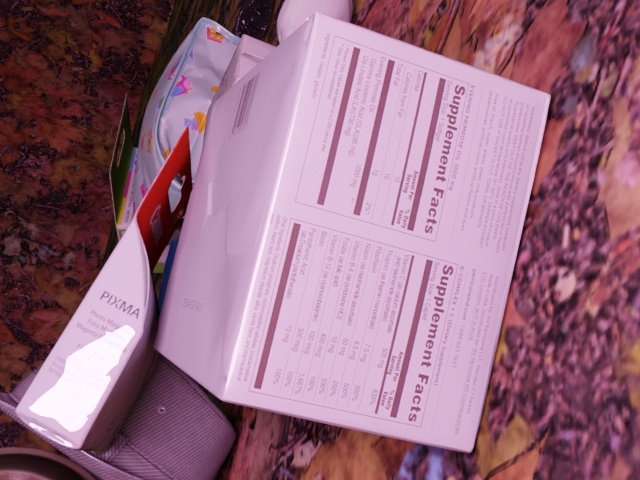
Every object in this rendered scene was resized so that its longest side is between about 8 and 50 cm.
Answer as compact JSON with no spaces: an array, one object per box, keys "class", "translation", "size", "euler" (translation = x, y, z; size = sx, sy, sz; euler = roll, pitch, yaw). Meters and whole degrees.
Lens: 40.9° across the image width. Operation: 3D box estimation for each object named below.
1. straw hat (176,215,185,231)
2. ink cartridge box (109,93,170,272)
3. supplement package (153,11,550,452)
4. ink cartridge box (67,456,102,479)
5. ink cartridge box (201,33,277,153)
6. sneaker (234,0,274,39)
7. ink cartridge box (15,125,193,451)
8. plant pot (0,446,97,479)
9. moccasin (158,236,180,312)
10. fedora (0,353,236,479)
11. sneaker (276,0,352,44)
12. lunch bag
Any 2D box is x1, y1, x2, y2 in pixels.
[{"class":"straw hat","translation":[-0.089,-0.057,0.869],"size":[0.144,0.144,0.061],"euler":[-34,72,64]},{"class":"ink cartridge box","translation":[-0.290,-0.092,1.470],"size":[0.255,0.097,0.189],"euler":[97,176,-52]},{"class":"supplement package","translation":[0.000,0.000,0.561],"size":[0.262,0.145,0.204],"euler":[177,107,-71]},{"class":"ink cartridge box","translation":[-0.316,0.318,1.293],"size":[0.063,0.109,0.150],"euler":[-87,22,-50]},{"class":"ink cartridge box","translation":[-0.071,-0.163,1.011],"size":[0.090,0.092,0.143],"euler":[-90,25,-44]},{"class":"sneaker","translation":[-0.102,-0.380,1.373],"size":[0.089,0.051,0.170],"euler":[-6,64,71]},{"class":"ink cartridge box","translation":[-0.138,0.049,0.669],"size":[0.232,0.066,0.189],"euler":[-58,-1,-16]},{"class":"plant pot","translation":[-0.395,0.403,1.067],"size":[0.280,0.323,0.323],"euler":[129,152,-61]},{"class":"moccasin","translation":[-0.088,0.053,0.844],"size":[0.342,0.116,0.138],"euler":[147,128,-66]},{"class":"fedora","translation":[-0.192,0.167,0.852],"size":[0.124,0.275,0.244],"euler":[-56,-15,-15]},{"class":"sneaker","translation":[-0.008,-0.166,0.878],"size":[0.094,0.080,0.212],"euler":[-118,39,-49]},{"class":"lunch bag","translation":[-0.171,-0.129,1.180],"size":[0.223,0.160,0.262],"euler":[-40,31,59]}]
